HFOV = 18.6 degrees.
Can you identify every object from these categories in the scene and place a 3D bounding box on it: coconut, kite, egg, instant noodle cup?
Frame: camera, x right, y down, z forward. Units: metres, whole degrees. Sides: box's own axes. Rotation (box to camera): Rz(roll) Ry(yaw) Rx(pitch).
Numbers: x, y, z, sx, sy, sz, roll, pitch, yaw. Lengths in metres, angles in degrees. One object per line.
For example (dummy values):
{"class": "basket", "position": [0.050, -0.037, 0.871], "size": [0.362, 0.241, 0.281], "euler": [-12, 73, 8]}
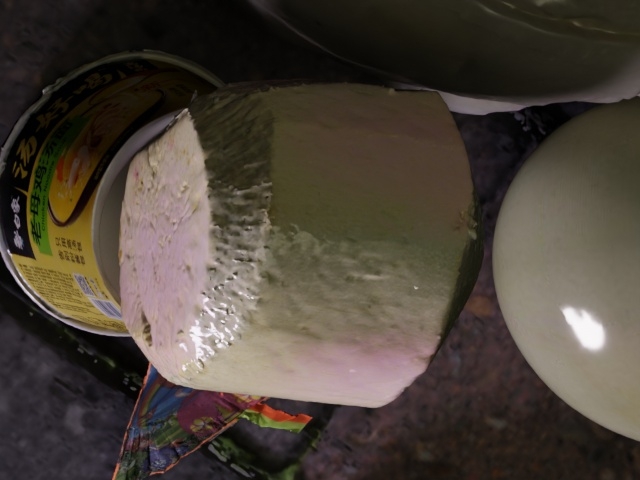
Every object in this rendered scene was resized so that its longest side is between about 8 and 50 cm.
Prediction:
{"class": "coconut", "position": [0.000, 0.000, 0.848], "size": [0.153, 0.147, 0.147], "euler": [4, 99, -23]}
{"class": "kite", "position": [-0.047, 0.080, 1.005], "size": [0.190, 0.010, 0.159], "euler": [-34, 148, 8]}
{"class": "egg", "position": [0.208, 0.020, 1.042], "size": [0.254, 0.188, 0.188], "euler": [19, 93, -34]}
{"class": "instant noodle cup", "position": [-0.074, -0.014, 0.959], "size": [0.151, 0.122, 0.151], "euler": [-5, 103, -23]}

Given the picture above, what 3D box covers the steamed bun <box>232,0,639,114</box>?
{"class": "steamed bun", "position": [0.077, -0.180, 0.918], "size": [0.384, 0.247, 0.236], "euler": [11, 94, -24]}
